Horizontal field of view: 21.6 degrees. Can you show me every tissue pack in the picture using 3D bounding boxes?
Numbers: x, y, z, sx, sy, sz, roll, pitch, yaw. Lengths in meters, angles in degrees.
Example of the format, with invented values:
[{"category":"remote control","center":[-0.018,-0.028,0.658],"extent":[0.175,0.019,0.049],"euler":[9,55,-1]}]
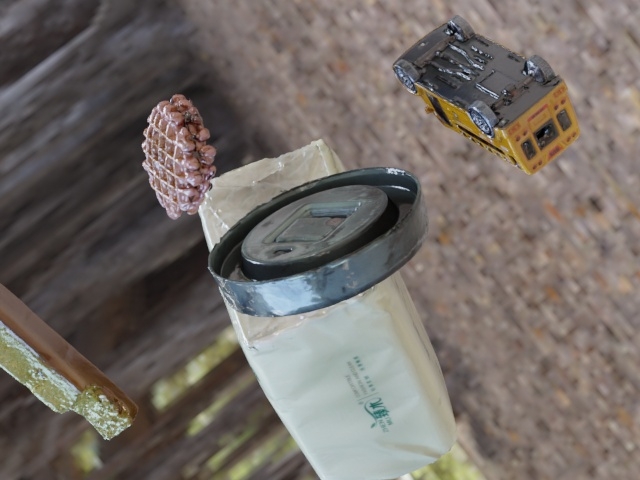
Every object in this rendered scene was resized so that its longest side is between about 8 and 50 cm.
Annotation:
[{"category":"tissue pack","center":[0.014,0.105,2.153],"extent":[0.380,0.207,0.297],"euler":[62,-174,-45]}]

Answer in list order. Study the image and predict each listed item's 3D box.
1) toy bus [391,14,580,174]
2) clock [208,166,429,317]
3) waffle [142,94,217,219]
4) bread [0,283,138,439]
[{"category":"toy bus","center":[0.152,-0.135,1.561],"extent":[0.194,0.083,0.088],"euler":[39,164,52]},{"category":"clock","center":[0.000,0.000,1.660],"extent":[0.049,0.226,0.226],"euler":[67,170,-23]},{"category":"waffle","center":[-0.097,-0.056,1.134],"extent":[0.075,0.029,0.083],"euler":[68,151,24]},{"category":"bread","center":[-0.282,0.123,1.704],"extent":[0.226,0.049,0.088],"euler":[43,-171,-12]}]
